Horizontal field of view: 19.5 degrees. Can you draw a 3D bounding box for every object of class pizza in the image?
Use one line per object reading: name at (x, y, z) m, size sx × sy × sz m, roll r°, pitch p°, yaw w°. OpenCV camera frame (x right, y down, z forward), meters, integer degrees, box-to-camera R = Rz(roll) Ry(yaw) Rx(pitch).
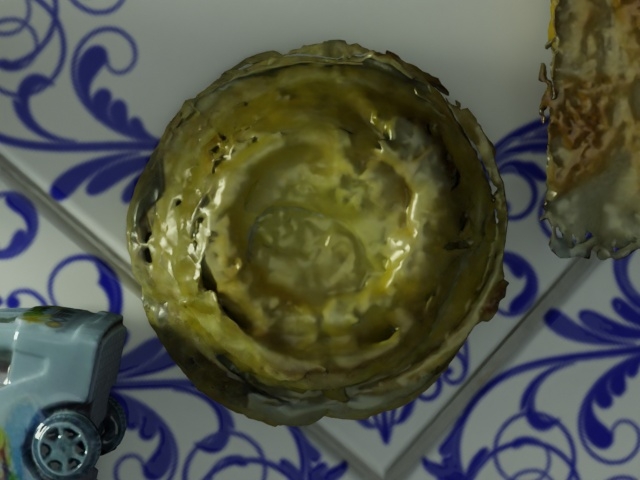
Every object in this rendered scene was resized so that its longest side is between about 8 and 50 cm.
pizza at (0.332, -0.212, 1.303) m, size 0.391 × 0.080 × 0.435 m, roll -3°, pitch 99°, yaw -4°

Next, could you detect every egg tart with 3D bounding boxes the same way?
egg tart at (0.000, 0.000, 1.297) m, size 0.278 × 0.095 × 0.279 m, roll 0°, pitch 99°, yaw -3°

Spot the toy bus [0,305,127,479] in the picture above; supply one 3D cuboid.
toy bus at (-0.226, 0.203, 1.306) m, size 0.136 × 0.109 × 0.330 m, roll 13°, pitch 96°, yaw 5°
